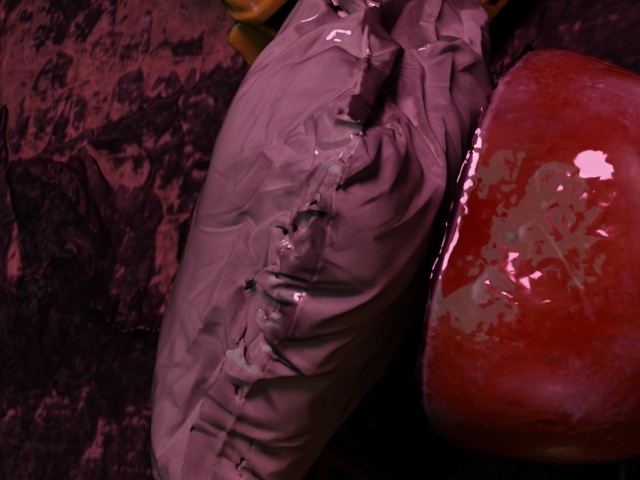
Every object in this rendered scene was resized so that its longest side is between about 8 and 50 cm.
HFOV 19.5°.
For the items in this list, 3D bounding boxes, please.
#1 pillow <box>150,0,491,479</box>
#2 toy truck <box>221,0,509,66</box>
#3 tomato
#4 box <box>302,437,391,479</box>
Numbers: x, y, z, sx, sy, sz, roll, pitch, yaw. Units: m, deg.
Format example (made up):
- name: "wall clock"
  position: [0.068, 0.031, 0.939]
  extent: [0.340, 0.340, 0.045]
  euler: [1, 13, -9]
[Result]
- name: "pillow"
  position: [0.000, 0.000, 1.009]
  extent: [0.283, 0.138, 0.310]
  euler: [-65, -3, -52]
- name: "toy truck"
  position: [-0.041, -0.273, 1.199]
  extent: [0.180, 0.254, 0.405]
  euler: [-47, 48, 18]
- name: "tomato"
  position: [0.150, 0.017, 0.950]
  extent: [0.155, 0.181, 0.214]
  euler: [14, 89, 24]
- name: "box"
  position: [-0.052, 0.256, 1.015]
  extent: [0.193, 0.084, 0.301]
  euler: [-46, 14, 24]
